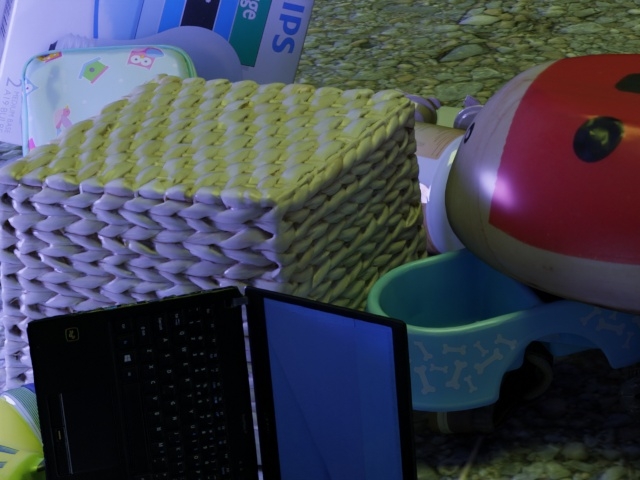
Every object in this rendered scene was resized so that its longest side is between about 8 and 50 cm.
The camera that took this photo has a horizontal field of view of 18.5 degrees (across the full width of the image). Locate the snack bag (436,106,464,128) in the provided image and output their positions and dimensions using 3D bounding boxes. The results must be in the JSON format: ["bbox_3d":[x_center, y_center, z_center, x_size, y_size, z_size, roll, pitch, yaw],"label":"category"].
[{"bbox_3d":[0.294,-0.125,2.454,0.343,0.037,0.323,1,21,7],"label":"snack bag"}]

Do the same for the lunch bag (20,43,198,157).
[{"bbox_3d":[-0.225,-0.086,2.234,0.224,0.108,0.279,-5,62,-9],"label":"lunch bag"}]

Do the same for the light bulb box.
[{"bbox_3d":[-0.211,-0.280,2.435,0.361,0.357,0.225,10,16,-16],"label":"light bulb box"}]

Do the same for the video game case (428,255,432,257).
[{"bbox_3d":[0.000,0.000,2.142,0.190,0.022,0.173,15,4,44],"label":"video game case"}]

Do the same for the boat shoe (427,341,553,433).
[{"bbox_3d":[0.178,0.120,1.803,0.073,0.080,0.223,17,31,29],"label":"boat shoe"}]

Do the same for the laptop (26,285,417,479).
[{"bbox_3d":[-0.072,0.167,1.501,0.264,0.234,0.136,-9,20,-13],"label":"laptop"}]

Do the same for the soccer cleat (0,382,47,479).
[{"bbox_3d":[-0.265,0.202,1.667,0.121,0.093,0.289,-6,17,5],"label":"soccer cleat"}]

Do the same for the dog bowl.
[{"bbox_3d":[0.174,0.060,1.752,0.297,0.074,0.166,-13,28,-14],"label":"dog bowl"}]

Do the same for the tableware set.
[{"bbox_3d":[0.143,-0.102,2.284,0.141,0.168,0.020,13,36,8],"label":"tableware set"}]

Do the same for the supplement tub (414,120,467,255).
[{"bbox_3d":[0.130,-0.055,2.177,0.200,0.144,0.144,15,28,42],"label":"supplement tub"}]

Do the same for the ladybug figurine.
[{"bbox_3d":[0.314,-0.057,1.689,0.449,0.161,0.305,11,32,29],"label":"ladybug figurine"}]

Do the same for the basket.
[{"bbox_3d":[-0.099,0.019,1.870,0.328,0.266,0.331,6,25,26],"label":"basket"}]

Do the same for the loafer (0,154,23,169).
[{"bbox_3d":[-0.404,-0.032,2.296,0.111,0.112,0.319,9,23,23],"label":"loafer"}]

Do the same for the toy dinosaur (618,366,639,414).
[{"bbox_3d":[0.404,0.131,1.625,0.322,0.164,0.218,-20,-4,25],"label":"toy dinosaur"}]
